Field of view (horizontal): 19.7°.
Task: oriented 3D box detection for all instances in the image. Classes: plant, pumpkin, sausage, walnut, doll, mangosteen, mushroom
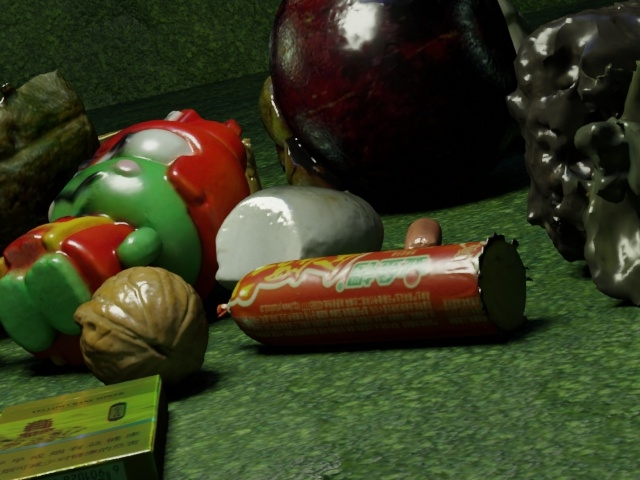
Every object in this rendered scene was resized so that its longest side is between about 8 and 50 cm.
[{"bbox_3d":[0.259,-0.081,1.477,0.213,0.215,0.312,-4,16,21],"label":"plant"},{"bbox_3d":[-0.294,-0.022,1.697,0.278,0.111,0.163,-50,-18,-5],"label":"pumpkin"},{"bbox_3d":[0.030,0.047,1.437,0.264,0.083,0.083,-6,12,31],"label":"sausage"},{"bbox_3d":[-0.139,0.070,1.430,0.105,0.105,0.124,-15,8,-17],"label":"walnut"},{"bbox_3d":[-0.153,-0.016,1.658,0.183,0.160,0.363,-32,15,37],"label":"doll"},{"bbox_3d":[0.095,0.001,1.700,0.034,0.034,0.083,-10,12,8],"label":"sausage"},{"bbox_3d":[0.066,-0.178,1.985,0.300,0.300,0.300,-11,11,2],"label":"mangosteen"},{"bbox_3d":[0.000,0.000,1.667,0.118,0.103,0.270,2,4,19],"label":"mushroom"}]

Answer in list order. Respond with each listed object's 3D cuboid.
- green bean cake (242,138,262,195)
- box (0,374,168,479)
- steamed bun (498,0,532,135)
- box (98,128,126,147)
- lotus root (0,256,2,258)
[{"bbox_3d":[-0.193,-0.030,1.902,0.230,0.131,0.224,-2,16,46],"label":"green bean cake"},{"bbox_3d":[-0.169,0.141,1.265,0.121,0.030,0.193,-12,10,-1],"label":"box"},{"bbox_3d":[0.111,-0.227,2.297,0.339,0.247,0.352,-11,6,-2],"label":"steamed bun"},{"bbox_3d":[-0.232,-0.052,2.055,0.023,0.133,0.090,-7,13,35],"label":"box"},{"bbox_3d":[-0.350,0.065,1.599,0.144,0.070,0.143,-41,-14,-42],"label":"lotus root"}]
